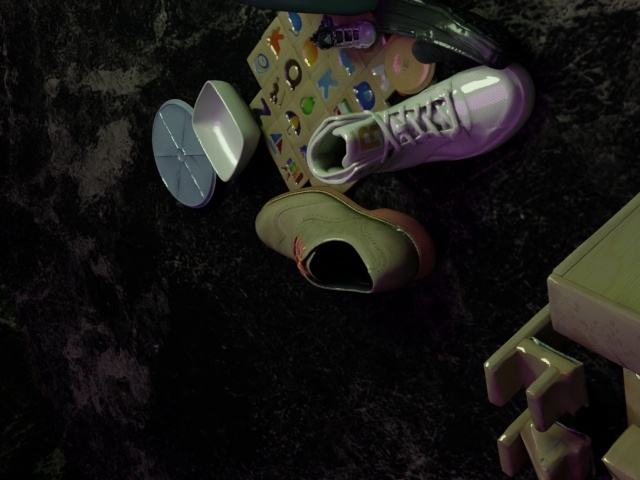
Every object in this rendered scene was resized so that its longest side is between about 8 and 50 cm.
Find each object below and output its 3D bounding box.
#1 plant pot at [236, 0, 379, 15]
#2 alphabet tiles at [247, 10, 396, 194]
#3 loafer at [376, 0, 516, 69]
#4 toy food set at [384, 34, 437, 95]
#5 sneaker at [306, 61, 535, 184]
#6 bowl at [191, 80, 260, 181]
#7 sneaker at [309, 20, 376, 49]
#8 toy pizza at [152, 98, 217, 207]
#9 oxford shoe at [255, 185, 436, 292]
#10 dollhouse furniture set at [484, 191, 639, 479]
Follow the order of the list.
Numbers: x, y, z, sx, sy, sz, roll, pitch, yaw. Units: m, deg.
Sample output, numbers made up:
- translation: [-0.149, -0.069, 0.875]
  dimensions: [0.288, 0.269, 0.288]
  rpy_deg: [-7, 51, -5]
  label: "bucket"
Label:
- translation: [-0.053, -0.425, 1.186]
  dimensions: [0.293, 0.235, 0.293]
  rpy_deg: [21, 118, 45]
  label: "plant pot"
- translation: [0.000, -0.219, 1.402]
  dimensions: [0.342, 0.011, 0.285]
  rpy_deg: [-43, 70, 51]
  label: "alphabet tiles"
- translation: [0.147, -0.249, 1.145]
  dimensions: [0.223, 0.076, 0.078]
  rpy_deg: [40, 120, 42]
  label: "loafer"
- translation: [0.117, -0.231, 1.231]
  dimensions: [0.083, 0.020, 0.082]
  rpy_deg: [7, 102, 39]
  label: "toy food set"
- translation: [0.110, -0.132, 1.163]
  dimensions: [0.292, 0.169, 0.108]
  rpy_deg: [-20, 89, 48]
  label: "sneaker"
- translation: [-0.152, -0.184, 1.563]
  dimensions: [0.142, 0.053, 0.142]
  rpy_deg: [61, 148, 16]
  label: "bowl"
- translation: [0.024, -0.275, 1.280]
  dimensions: [0.098, 0.069, 0.038]
  rpy_deg: [5, 108, 51]
  label: "sneaker"
- translation: [-0.241, -0.158, 1.713]
  dimensions: [0.201, 0.032, 0.201]
  rpy_deg: [25, 124, 43]
  label: "toy pizza"
- translation: [0.000, 0.000, 1.382]
  dimensions: [0.348, 0.130, 0.123]
  rpy_deg: [10, 119, 48]
  label: "oxford shoe"
- translation: [0.385, 0.136, 0.955]
  dimensions: [0.362, 0.256, 0.394]
  rpy_deg: [29, 147, 43]
  label: "dollhouse furniture set"
